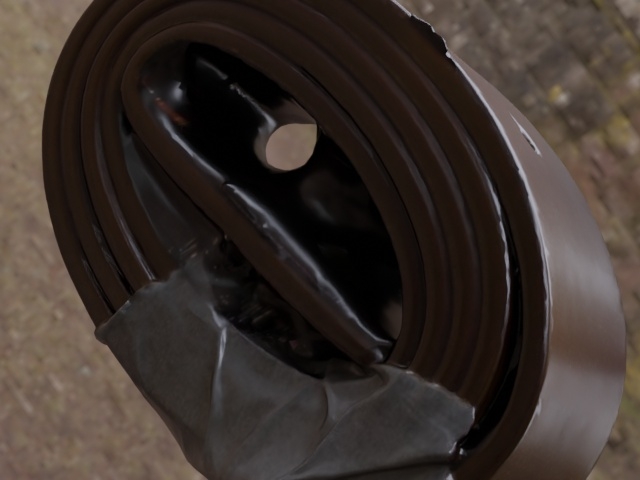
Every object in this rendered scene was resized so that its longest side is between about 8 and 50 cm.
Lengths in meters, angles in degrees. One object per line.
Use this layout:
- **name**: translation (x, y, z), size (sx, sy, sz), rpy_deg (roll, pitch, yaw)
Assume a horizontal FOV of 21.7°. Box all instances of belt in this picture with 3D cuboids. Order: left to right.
- **belt**: translation (0.000, 0.000, 0.788), size (0.339, 0.217, 0.122), rpy_deg (51, 11, 32)
